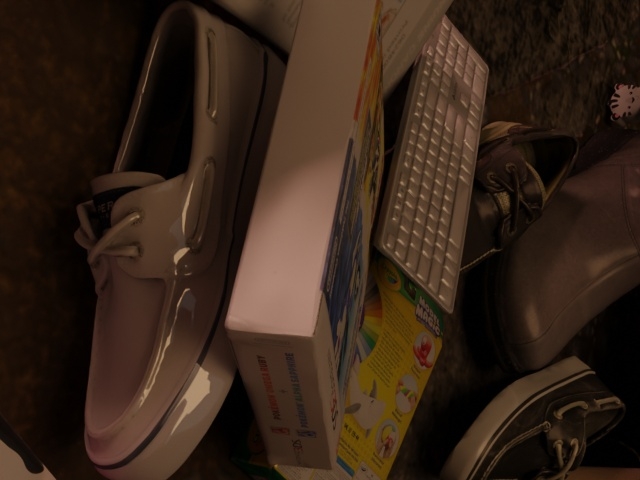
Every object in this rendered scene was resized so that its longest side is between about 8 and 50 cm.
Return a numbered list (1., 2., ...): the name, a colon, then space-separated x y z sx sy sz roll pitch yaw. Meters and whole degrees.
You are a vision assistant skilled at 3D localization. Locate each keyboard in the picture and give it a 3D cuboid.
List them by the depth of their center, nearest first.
1. keyboard: 0.082 -0.065 0.741 0.072 0.014 0.256 39 42 -23

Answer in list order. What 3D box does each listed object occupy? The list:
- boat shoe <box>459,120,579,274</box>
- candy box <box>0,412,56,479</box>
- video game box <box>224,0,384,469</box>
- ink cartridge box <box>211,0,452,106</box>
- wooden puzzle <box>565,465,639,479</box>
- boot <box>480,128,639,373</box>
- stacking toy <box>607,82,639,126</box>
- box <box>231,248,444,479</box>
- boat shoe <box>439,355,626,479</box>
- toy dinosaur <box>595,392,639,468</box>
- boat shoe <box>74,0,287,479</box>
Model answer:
1. boat shoe: 0.130 -0.038 0.804 0.223 0.073 0.080 -40 115 -51
2. candy box: -0.174 0.168 0.467 0.159 0.071 0.233 -51 127 -35
3. video game box: 0.000 0.000 0.597 0.187 0.048 0.205 87 12 -61
4. ink cartridge box: 0.013 -0.265 0.602 0.308 0.091 0.385 -57 154 4
5. wooden puzzle: 0.205 0.306 0.891 0.221 0.044 0.238 7 82 -25
6. boot: 0.288 -0.012 0.888 0.338 0.223 0.118 -47 124 -39
7. stacking toy: 0.360 -0.182 1.109 0.167 0.052 0.221 29 67 -48
8. box: 0.020 0.093 0.716 0.105 0.043 0.179 51 56 -36
9. boat shoe: 0.176 0.150 0.855 0.219 0.070 0.077 -18 139 -49
10. toy dinosaur: 0.358 0.162 1.048 0.313 0.160 0.121 -40 106 -52
11. boat shoe: -0.087 -0.006 0.565 0.084 0.095 0.258 34 55 -40
